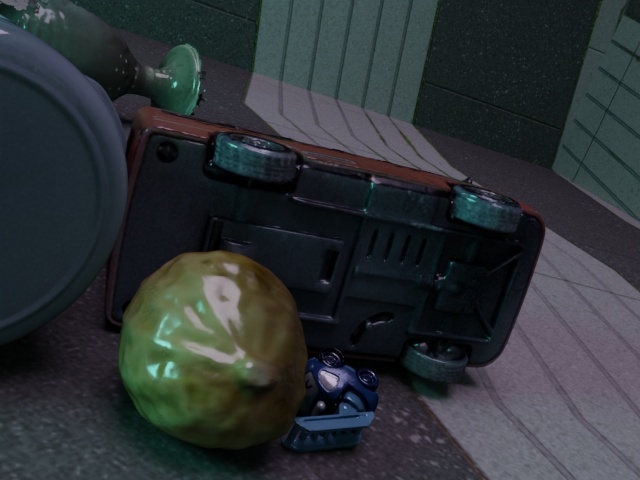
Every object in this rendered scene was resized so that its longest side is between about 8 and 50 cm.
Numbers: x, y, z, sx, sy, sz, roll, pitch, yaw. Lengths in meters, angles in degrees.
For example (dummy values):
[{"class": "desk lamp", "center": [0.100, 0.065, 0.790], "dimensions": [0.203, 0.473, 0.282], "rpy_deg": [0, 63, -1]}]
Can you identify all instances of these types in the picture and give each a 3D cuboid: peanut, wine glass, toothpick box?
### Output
[{"class": "peanut", "center": [-0.080, 0.080, 0.541], "dimensions": [0.140, 0.109, 0.159], "rpy_deg": [18, 44, -29]}, {"class": "wine glass", "center": [-0.391, -0.301, 1.223], "dimensions": [0.357, 0.191, 0.190], "rpy_deg": [12, 19, -40]}, {"class": "toothpick box", "center": [-0.320, -0.078, 0.581], "dimensions": [0.263, 0.263, 0.354], "rpy_deg": [6, 19, -37]}]

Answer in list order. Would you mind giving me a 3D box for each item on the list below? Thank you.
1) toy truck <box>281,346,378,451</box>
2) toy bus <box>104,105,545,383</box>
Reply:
[{"class": "toy truck", "center": [0.006, 0.140, 0.586], "dimensions": [0.073, 0.056, 0.090], "rpy_deg": [29, 31, 6]}, {"class": "toy bus", "center": [0.000, 0.000, 0.745], "dimensions": [0.426, 0.203, 0.233], "rpy_deg": [10, 16, -22]}]
